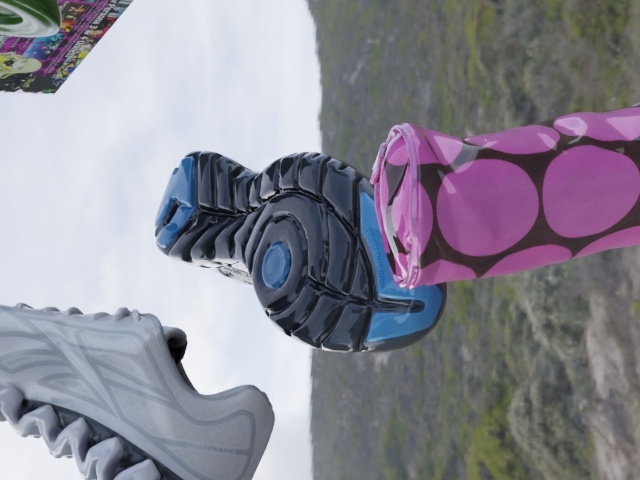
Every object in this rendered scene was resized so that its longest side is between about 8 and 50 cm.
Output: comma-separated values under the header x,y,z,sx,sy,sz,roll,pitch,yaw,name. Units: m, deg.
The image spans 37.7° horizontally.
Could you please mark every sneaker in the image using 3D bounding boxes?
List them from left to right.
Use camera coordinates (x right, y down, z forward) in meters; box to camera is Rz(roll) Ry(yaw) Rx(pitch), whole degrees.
x,y,z,sx,sy,sz,roll,pitch,yaw,name
-0.164,0.089,0.644,0.118,0.292,0.110,-60,-10,-5,sneaker
0.000,0.000,0.722,0.341,0.139,0.125,25,97,55,sneaker

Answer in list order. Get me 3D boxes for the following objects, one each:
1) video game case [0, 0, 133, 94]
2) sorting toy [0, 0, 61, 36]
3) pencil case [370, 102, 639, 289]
x,y,z,sx,sy,sz,roll,pitch,yaw,name
-0.298,-0.214,0.873,0.210,0.232,0.042,-3,-112,-43,video game case
-0.131,-0.099,0.299,0.061,0.102,0.042,134,146,-83,sorting toy
0.129,-0.037,0.503,0.095,0.209,0.098,98,158,-55,pencil case
